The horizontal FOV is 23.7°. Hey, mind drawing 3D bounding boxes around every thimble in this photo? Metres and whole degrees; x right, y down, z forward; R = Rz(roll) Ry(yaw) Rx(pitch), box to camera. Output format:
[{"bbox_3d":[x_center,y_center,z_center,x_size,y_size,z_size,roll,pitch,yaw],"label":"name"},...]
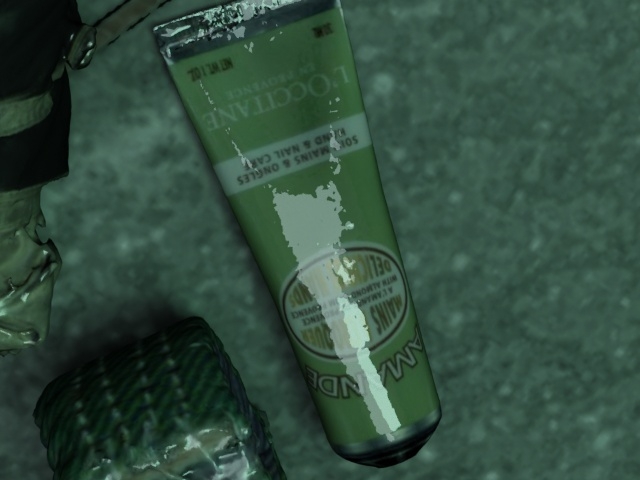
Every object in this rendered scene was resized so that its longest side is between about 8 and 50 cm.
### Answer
[{"bbox_3d":[-0.064,0.103,0.673,0.090,0.135,0.118,-26,108,-3],"label":"thimble"}]

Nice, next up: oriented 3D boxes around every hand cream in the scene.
[{"bbox_3d":[0.000,0.000,0.706,0.086,0.055,0.235,-19,100,-8],"label":"hand cream"}]

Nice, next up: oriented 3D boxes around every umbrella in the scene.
[{"bbox_3d":[-0.137,-0.127,0.634,0.113,0.106,0.358,11,95,-23],"label":"umbrella"}]
